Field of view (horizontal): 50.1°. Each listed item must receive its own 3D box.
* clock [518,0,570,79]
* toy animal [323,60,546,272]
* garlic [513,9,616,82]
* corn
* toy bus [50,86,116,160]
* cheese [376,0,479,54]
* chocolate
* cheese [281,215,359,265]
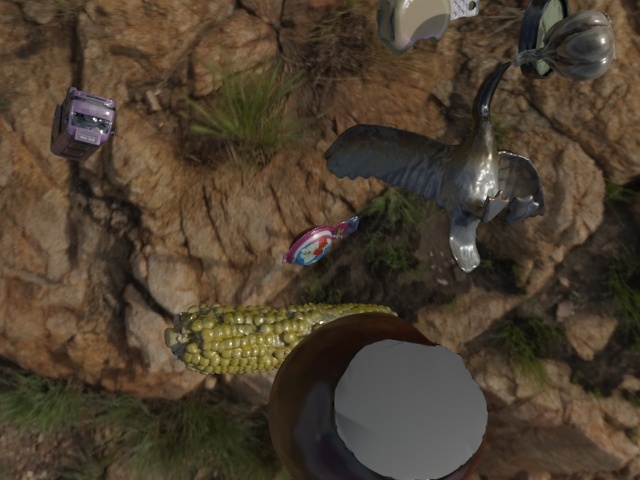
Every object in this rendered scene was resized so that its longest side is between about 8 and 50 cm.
[{"bbox_3d":[0.471,-0.428,1.434,0.040,0.184,0.185,17,111,35],"label":"clock"},{"bbox_3d":[0.171,-0.076,0.713,0.272,0.160,0.197,9,133,-22],"label":"toy animal"},{"bbox_3d":[0.471,-0.374,1.320,0.194,0.127,0.131,-3,116,16],"label":"garlic"},{"bbox_3d":[-0.041,0.114,0.828,0.288,0.086,0.087,-1,108,-20],"label":"corn"},{"bbox_3d":[-0.430,-0.204,1.235,0.086,0.178,0.098,13,76,-29],"label":"toy bus"},{"bbox_3d":[0.258,-0.524,1.579,0.286,0.082,0.163,-16,122,-27],"label":"cheese"},{"bbox_3d":[0.028,0.110,0.433,0.127,0.124,0.133,22,149,-7],"label":"chocolate"},{"bbox_3d":[0.000,0.000,1.091,0.145,0.095,0.038,-27,67,-23],"label":"cheese"}]
